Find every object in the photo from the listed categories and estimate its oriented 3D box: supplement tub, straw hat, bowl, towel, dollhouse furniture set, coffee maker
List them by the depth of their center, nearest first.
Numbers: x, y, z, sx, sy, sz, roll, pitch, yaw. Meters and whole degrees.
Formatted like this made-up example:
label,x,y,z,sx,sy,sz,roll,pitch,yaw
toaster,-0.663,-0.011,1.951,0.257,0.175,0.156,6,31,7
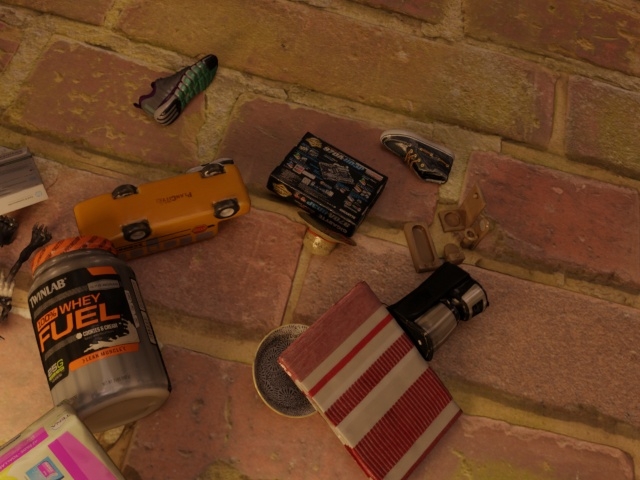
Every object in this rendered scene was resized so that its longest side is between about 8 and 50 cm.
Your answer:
label,x,y,z,sx,sy,sz,roll,pitch,yaw
supplement tub,-0.399,0.162,1.156,0.193,0.193,0.316,-18,67,-18
towel,0.100,0.272,1.222,0.237,0.037,0.329,-39,94,-28
bowl,-0.058,0.245,1.225,0.170,0.080,0.170,6,74,-23
coffee maker,0.222,0.126,1.324,0.178,0.120,0.171,-36,73,-25
straw hat,0.000,0.000,1.380,0.144,0.144,0.061,31,102,7
dollhouse furniture set,0.276,-0.027,1.411,0.151,0.123,0.144,-7,64,-13

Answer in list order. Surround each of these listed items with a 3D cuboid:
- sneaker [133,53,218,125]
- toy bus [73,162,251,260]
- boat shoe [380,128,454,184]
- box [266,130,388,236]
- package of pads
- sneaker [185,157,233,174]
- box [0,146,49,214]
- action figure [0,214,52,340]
label,x,y,z,sx,sy,sz,roll,pitch,yaw
sneaker,-0.332,-0.370,1.511,0.098,0.083,0.224,30,62,12
toy bus,-0.314,-0.051,1.317,0.332,0.130,0.108,-16,65,-17
boat shoe,0.222,-0.195,1.522,0.183,0.065,0.083,18,60,-1
box,0.017,-0.128,1.445,0.220,0.051,0.175,30,52,6
package of pads,-0.398,0.427,0.984,0.229,0.101,0.296,-37,115,-23
sneaker,-0.240,-0.150,1.440,0.109,0.040,0.044,-24,85,-17
box,-0.635,-0.115,1.302,0.145,0.038,0.186,-23,39,-20
action figure,-0.620,0.074,1.196,0.164,0.141,0.276,21,58,0
